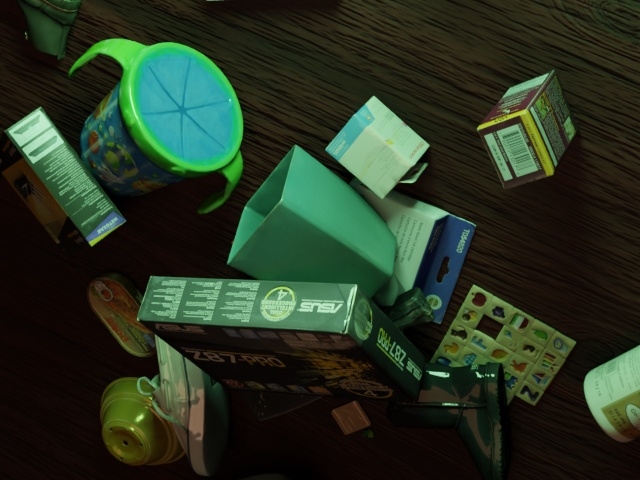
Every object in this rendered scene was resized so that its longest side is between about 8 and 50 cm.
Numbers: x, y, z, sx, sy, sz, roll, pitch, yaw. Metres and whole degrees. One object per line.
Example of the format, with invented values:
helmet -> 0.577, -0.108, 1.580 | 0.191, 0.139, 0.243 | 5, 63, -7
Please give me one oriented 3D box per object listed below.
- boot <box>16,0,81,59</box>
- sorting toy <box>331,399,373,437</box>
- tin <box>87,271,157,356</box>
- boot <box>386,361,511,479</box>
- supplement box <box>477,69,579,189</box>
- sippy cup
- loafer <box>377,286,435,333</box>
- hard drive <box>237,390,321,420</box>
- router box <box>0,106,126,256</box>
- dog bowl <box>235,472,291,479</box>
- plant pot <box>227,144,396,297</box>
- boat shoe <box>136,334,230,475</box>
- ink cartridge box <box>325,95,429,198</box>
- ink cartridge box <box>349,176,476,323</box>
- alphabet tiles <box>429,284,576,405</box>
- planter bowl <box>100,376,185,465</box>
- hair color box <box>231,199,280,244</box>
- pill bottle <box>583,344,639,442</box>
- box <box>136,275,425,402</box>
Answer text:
boot -> -0.526, -0.415, 2.000 | 0.198, 0.077, 0.137 | 32, 129, 8
sorting toy -> 0.066, 0.348, 2.161 | 0.062, 0.012, 0.083 | -28, 98, 28
tin -> -0.385, 0.146, 2.249 | 0.106, 0.040, 0.190 | -32, 99, 30
boot -> 0.228, 0.324, 2.012 | 0.207, 0.094, 0.247 | -1, 108, 21
supplement box -> 0.310, -0.166, 1.673 | 0.080, 0.188, 0.104 | -17, 107, 32
sippy cup -> -0.289, -0.186, 1.931 | 0.224, 0.240, 0.306 | -26, 78, 44
loafer -> 0.120, 0.144, 1.947 | 0.170, 0.062, 0.061 | -30, 106, 37
hard drive -> -0.063, 0.229, 2.133 | 0.254, 0.054, 0.172 | -30, 101, 33
router box -> -0.479, -0.096, 2.039 | 0.243, 0.081, 0.309 | 54, 161, -8
dog bowl -> -0.185, 0.561, 2.203 | 0.348, 0.348, 0.102 | -18, 93, 31
plant pot -> 0.000, 0.000, 1.855 | 0.234, 0.166, 0.165 | 32, 125, -14
boat shoe -> -0.279, 0.288, 2.215 | 0.156, 0.136, 0.367 | 4, 114, 22
ink cartridge box -> 0.100, -0.144, 1.839 | 0.143, 0.092, 0.090 | 42, 125, 0
ink cartridge box -> 0.130, 0.027, 1.944 | 0.224, 0.045, 0.223 | 23, 123, 12
alphabet tiles -> 0.306, 0.213, 1.984 | 0.198, 0.009, 0.237 | 29, 124, 8
planter bowl -> -0.385, 0.399, 2.348 | 0.217, 0.090, 0.217 | 10, 119, 20
hair color box -> -0.091, -0.036, 1.996 | 0.043, 0.072, 0.141 | 44, 124, -2
pill bottle -> 0.548, 0.221, 1.802 | 0.229, 0.131, 0.131 | -36, 97, 34
box -> -0.059, 0.168, 1.906 | 0.394, 0.097, 0.318 | 1, 151, 27
